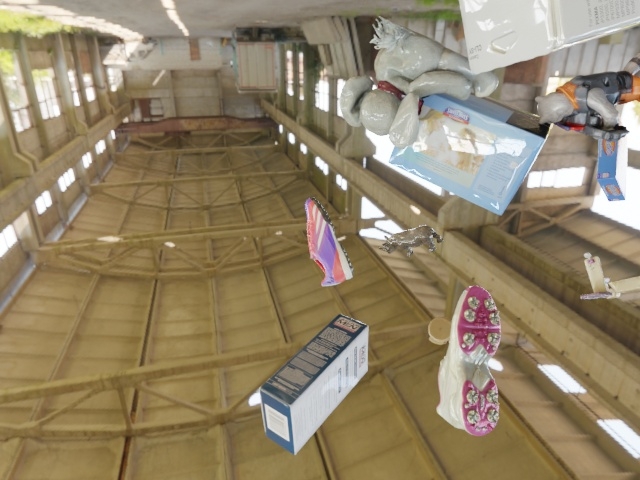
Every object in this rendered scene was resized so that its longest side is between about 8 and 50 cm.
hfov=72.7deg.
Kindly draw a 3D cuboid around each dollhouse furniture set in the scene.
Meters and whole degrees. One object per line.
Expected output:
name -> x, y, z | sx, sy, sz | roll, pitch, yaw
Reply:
dollhouse furniture set -> 0.519, 0.051, 0.751 | 0.091, 0.081, 0.114 | 3, 162, -26

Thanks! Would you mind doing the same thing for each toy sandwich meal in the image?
toy sandwich meal -> 0.362, 0.271, 1.302 | 0.086, 0.085, 0.029 | 16, 165, 33

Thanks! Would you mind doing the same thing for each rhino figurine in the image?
rhino figurine -> 0.321, 0.003, 1.618 | 0.243, 0.106, 0.073 | -14, -135, 36

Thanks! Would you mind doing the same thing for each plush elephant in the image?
plush elephant -> 0.200, -0.351, 1.039 | 0.330, 0.255, 0.272 | -2, -140, -41

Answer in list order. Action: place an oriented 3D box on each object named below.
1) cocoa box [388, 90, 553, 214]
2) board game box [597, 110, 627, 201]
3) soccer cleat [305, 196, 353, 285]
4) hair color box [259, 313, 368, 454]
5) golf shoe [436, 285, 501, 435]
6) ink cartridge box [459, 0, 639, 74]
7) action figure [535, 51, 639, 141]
cocoa box -> 0.409, -0.270, 1.203 | 0.347, 0.231, 0.228 | 29, -144, 17
board game box -> 0.843, -0.239, 1.253 | 0.047, 0.210, 0.160 | -3, 160, 43
soccer cleat -> 0.000, 0.000, 1.462 | 0.116, 0.318, 0.108 | -24, 164, -3
hair color box -> -0.003, 0.366, 1.160 | 0.105, 0.174, 0.347 | 18, -147, 33
golf shoe -> 0.307, 0.250, 0.944 | 0.115, 0.306, 0.140 | 17, 160, -17
ink cartridge box -> 0.481, -0.434, 0.744 | 0.385, 0.160, 0.279 | -19, -166, -4
action figure -> 0.688, -0.376, 1.082 | 0.330, 0.178, 0.341 | -19, -154, 1
